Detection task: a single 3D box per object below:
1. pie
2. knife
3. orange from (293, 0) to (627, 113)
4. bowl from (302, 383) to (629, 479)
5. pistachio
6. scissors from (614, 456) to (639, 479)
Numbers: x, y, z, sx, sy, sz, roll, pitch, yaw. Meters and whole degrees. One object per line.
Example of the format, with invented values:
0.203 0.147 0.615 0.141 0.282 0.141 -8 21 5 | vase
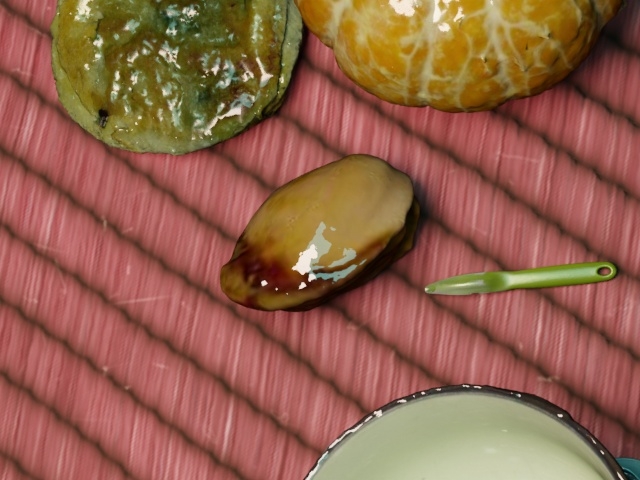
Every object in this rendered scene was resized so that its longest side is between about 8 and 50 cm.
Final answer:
-0.149 -0.215 1.707 0.277 0.078 0.277 -3 76 11 | pie
0.191 0.037 1.612 0.184 0.026 0.022 -6 91 6 | knife
0.130 -0.276 1.576 0.329 0.249 0.329 -1 86 11 | orange
0.146 0.315 1.459 0.354 0.185 0.353 -9 68 25 | bowl
0.000 0.000 1.607 0.210 0.130 0.165 -31 31 -14 | pistachio
0.251 0.370 1.525 0.180 0.032 0.393 29 86 22 | scissors
